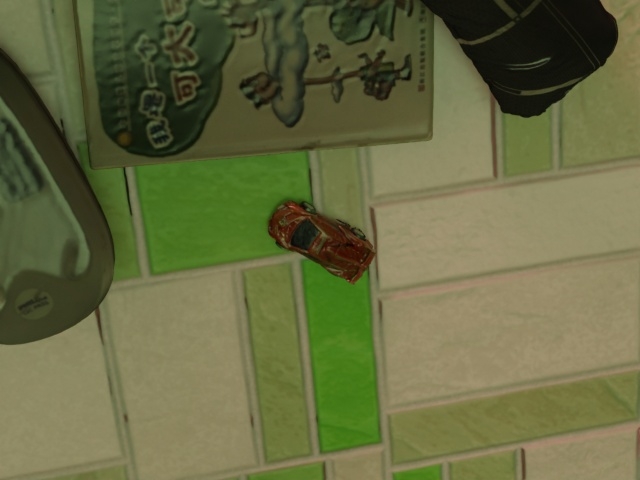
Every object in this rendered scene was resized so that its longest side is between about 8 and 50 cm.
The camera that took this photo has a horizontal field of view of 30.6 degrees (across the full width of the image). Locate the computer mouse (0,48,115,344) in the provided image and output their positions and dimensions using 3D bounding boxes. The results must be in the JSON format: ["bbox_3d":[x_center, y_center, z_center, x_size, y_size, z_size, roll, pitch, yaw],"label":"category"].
[{"bbox_3d":[-0.338,-0.047,1.178,0.197,0.095,0.331,-24,106,-3],"label":"computer mouse"}]

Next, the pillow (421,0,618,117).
[{"bbox_3d":[0.177,-0.260,1.179,0.161,0.092,0.335,-44,126,5],"label":"pillow"}]

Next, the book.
[{"bbox_3d":[-0.062,-0.212,1.194,0.371,0.043,0.260,-6,113,-10],"label":"book"}]

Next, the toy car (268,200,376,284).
[{"bbox_3d":[0.000,0.000,1.296,0.122,0.035,0.059,27,108,-22],"label":"toy car"}]
